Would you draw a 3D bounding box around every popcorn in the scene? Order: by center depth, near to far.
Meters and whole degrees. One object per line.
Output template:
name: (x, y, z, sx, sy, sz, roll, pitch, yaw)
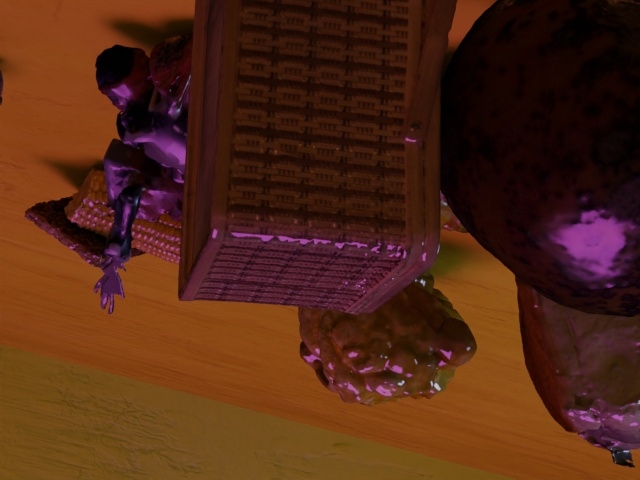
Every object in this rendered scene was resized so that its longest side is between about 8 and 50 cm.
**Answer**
popcorn: (0.083, 0.115, 1.936, 0.242, 0.235, 0.250, 14, -179, -14)

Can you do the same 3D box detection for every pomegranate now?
pomegranate: (0.251, -0.109, 1.047, 0.285, 0.285, 0.340, 22, 122, -33)

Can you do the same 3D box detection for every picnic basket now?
picnic basket: (-0.003, -0.115, 1.081, 0.175, 0.313, 0.228, 5, 164, -11)

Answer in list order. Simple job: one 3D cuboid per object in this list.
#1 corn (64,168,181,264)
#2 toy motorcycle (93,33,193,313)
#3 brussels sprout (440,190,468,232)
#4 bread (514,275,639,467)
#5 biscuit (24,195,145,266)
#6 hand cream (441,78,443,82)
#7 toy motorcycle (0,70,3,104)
corn: (-0.219, -0.024, 1.911, 0.244, 0.093, 0.093, 21, 161, -30)
toy motorcycle: (-0.157, -0.079, 1.479, 0.207, 0.134, 0.401, 19, 136, -8)
brussels sprout: (0.113, -0.052, 1.590, 0.139, 0.100, 0.181, -4, 147, 30)
bread: (0.363, 0.132, 1.734, 0.225, 0.279, 0.250, -11, 160, 5)
biscuit: (-0.299, -0.021, 1.963, 0.131, 0.026, 0.237, 36, -162, 12)
hand cream: (0.114, -0.133, 1.348, 0.270, 0.061, 0.120, 1, -163, 34)
toy motorcycle: (-0.472, -0.161, 1.567, 0.275, 0.127, 0.205, -4, 161, 35)
